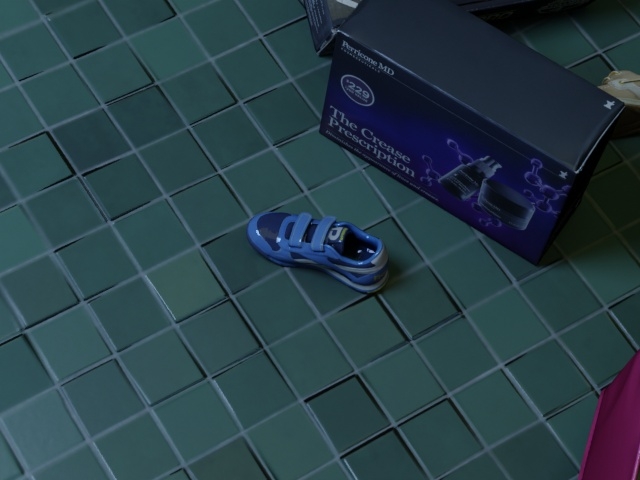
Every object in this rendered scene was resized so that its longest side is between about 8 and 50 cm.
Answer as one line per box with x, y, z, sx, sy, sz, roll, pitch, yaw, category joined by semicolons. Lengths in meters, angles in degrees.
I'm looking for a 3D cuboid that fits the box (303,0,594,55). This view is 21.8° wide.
0.107;-0.416;1.753;0.318;0.097;0.395;-11;84;-13;box

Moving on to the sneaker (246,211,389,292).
0.000;0.000;1.588;0.144;0.059;0.053;17;61;3;sneaker

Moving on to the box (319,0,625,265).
0.138;-0.117;1.603;0.261;0.184;0.103;32;60;11;box

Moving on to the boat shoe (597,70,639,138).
0.315;-0.145;1.719;0.170;0.063;0.059;-3;57;-21;boat shoe

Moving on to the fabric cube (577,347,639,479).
0.350;0.237;1.361;0.259;0.258;0.254;16;68;2;fabric cube
